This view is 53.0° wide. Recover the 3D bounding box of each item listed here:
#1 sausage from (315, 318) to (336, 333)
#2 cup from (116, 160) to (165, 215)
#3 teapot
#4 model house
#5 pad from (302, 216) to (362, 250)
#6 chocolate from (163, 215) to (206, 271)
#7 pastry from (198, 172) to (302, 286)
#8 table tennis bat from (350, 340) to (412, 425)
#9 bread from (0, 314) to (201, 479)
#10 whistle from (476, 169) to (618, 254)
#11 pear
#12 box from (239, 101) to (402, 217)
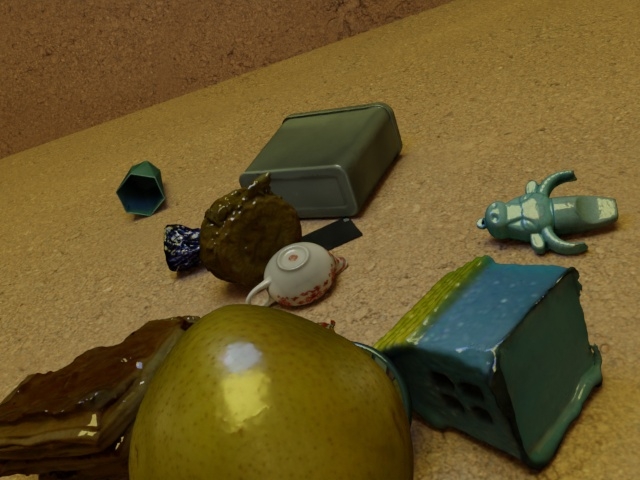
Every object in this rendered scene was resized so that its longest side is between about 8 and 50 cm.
[{"bbox_3d":[-0.048,0.232,1.173,0.083,0.083,0.264,7,39,38],"label":"sausage"},{"bbox_3d":[-0.585,-0.178,2.118,0.148,0.134,0.235,-47,21,6],"label":"cup"},{"bbox_3d":[-0.058,0.078,1.417,0.246,0.116,0.159,-28,55,-3],"label":"teapot"},{"bbox_3d":[0.236,0.163,0.995,0.237,0.215,0.303,-40,32,-29],"label":"model house"},{"bbox_3d":[0.000,0.000,1.592,0.193,0.004,0.116,-24,30,-7],"label":"pad"},{"bbox_3d":[-0.238,-0.015,1.626,0.344,0.148,0.126,-14,38,14],"label":"chocolate"},{"bbox_3d":[-0.173,-0.012,1.490,0.240,0.235,0.132,-44,33,-18],"label":"pastry"},{"bbox_3d":[-0.010,0.282,1.002,0.329,0.215,0.044,-28,-17,22],"label":"table tennis bat"},{"bbox_3d":[-0.386,0.296,1.168,0.314,0.191,0.370,-14,18,21],"label":"bread"},{"bbox_3d":[0.460,-0.047,1.317,0.274,0.093,0.186,-6,59,17],"label":"whistle"},{"bbox_3d":[-0.056,0.281,0.806,0.363,0.362,0.418,-22,62,-3],"label":"pear"},{"bbox_3d":[0.003,-0.219,1.777,0.352,0.177,0.343,0,35,29],"label":"box"}]
